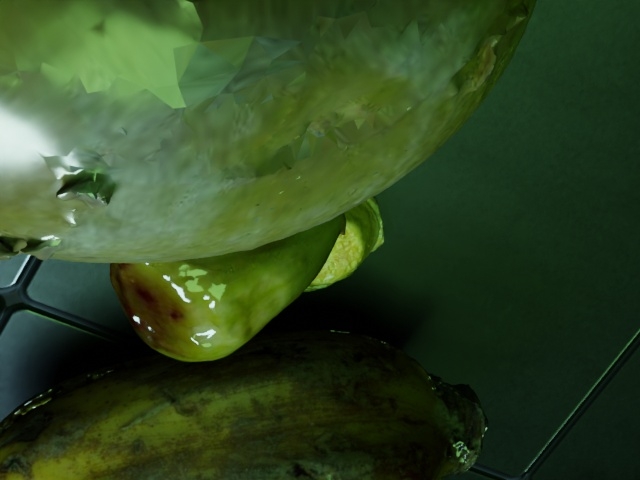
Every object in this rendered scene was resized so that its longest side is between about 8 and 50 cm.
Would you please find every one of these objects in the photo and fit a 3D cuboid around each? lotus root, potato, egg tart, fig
[{"bbox_3d":[-0.071,0.173,0.965,0.397,0.179,0.196,-10,80,-8],"label":"lotus root"},{"bbox_3d":[-0.079,-0.166,0.660,0.442,0.319,0.385,-21,124,-13],"label":"potato"},{"bbox_3d":[0.000,0.000,0.970,0.105,0.039,0.105,-5,121,-9],"label":"egg tart"},{"bbox_3d":[-0.067,0.002,0.889,0.165,0.144,0.154,-32,147,5],"label":"fig"}]
